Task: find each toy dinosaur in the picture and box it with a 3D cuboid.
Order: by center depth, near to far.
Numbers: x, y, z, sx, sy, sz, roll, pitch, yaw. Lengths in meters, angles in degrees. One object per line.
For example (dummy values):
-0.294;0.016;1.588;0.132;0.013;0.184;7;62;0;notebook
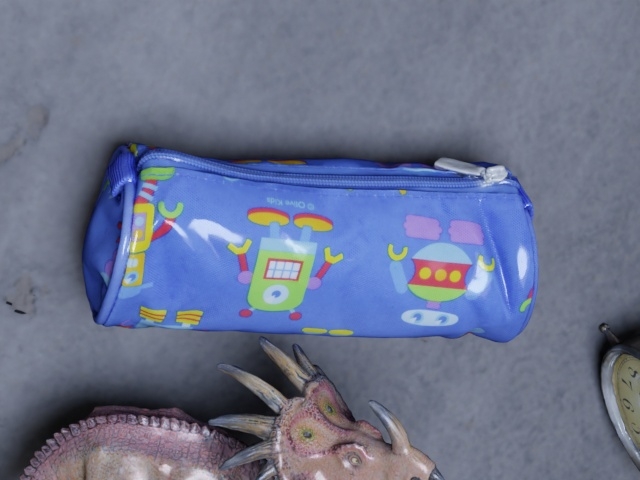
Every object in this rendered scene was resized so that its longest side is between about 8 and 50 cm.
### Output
-0.087;0.149;0.810;0.296;0.127;0.200;2;133;-13;toy dinosaur

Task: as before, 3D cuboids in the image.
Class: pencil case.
0.000;0.000;0.833;0.306;0.119;0.133;3;121;-17;pencil case

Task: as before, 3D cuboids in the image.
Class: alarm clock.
0.272;0.132;0.912;0.064;0.192;0.129;-21;111;-11;alarm clock
